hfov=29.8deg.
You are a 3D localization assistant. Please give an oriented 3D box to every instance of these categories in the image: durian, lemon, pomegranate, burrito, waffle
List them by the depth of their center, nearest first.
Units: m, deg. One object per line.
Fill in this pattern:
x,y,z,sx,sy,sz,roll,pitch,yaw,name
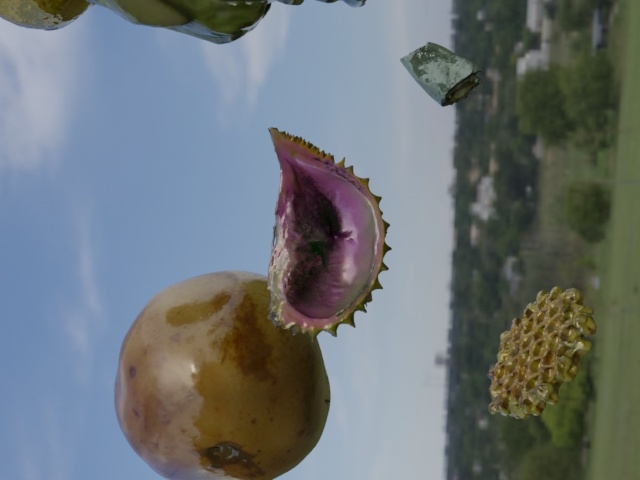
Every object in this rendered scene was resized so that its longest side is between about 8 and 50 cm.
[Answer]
0.272,0.138,1.492,0.191,0.038,0.191,-52,17,22,waffle
0.011,0.002,1.618,0.154,0.186,0.260,7,-82,-67,durian
0.170,-0.244,1.720,0.118,0.074,0.044,47,177,35,burrito
-0.512,-0.516,2.158,0.293,0.293,0.293,3,-90,-79,lemon
-0.169,0.246,2.180,0.416,0.417,0.416,3,-90,-79,pomegranate

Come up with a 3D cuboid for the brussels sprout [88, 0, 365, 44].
-0.118,-0.432,1.446,0.361,0.425,0.342,-110,17,-55,brussels sprout
